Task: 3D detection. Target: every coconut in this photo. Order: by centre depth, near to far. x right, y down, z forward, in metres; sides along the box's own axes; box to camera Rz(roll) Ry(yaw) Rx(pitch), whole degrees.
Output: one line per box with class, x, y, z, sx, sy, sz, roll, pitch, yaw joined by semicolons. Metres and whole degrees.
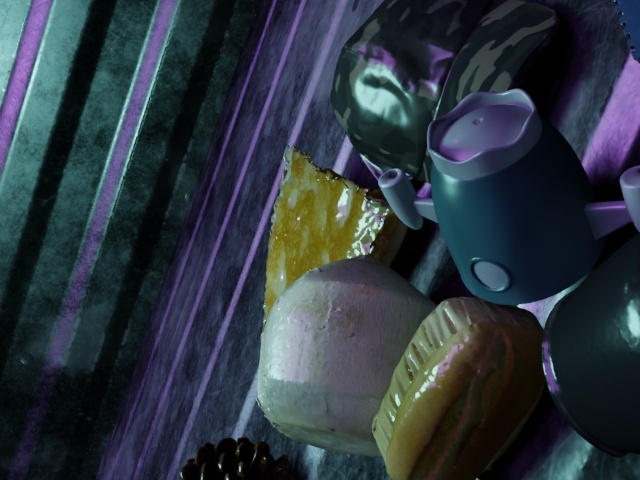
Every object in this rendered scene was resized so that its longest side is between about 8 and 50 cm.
coconut;0.039;0.142;1.062;0.245;0.245;0.247;-34;39;61

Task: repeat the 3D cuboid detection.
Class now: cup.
cup;0.273;0.099;0.592;0.223;0.169;0.176;67;152;14
cup;0.186;-0.054;0.816;0.300;0.173;0.167;3;46;41

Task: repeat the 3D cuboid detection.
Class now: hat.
hat;0.145;-0.225;1.138;0.381;0.258;0.366;-72;-1;-81

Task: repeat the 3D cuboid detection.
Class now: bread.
bread;0.148;0.172;0.871;0.106;0.140;0.236;-108;34;-54

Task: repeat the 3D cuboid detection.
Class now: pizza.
pizza;-0.009;0.061;1.385;0.435;0.080;0.391;-141;64;-63

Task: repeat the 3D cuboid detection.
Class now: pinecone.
pinecone;-0.134;0.428;1.384;0.208;0.208;0.207;-163;90;-71

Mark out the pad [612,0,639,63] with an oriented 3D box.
pad;0.388;-0.357;0.842;0.269;0.012;0.269;128;152;-47
